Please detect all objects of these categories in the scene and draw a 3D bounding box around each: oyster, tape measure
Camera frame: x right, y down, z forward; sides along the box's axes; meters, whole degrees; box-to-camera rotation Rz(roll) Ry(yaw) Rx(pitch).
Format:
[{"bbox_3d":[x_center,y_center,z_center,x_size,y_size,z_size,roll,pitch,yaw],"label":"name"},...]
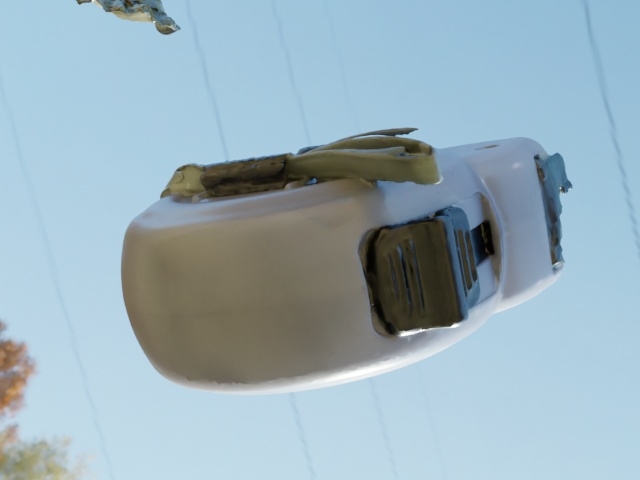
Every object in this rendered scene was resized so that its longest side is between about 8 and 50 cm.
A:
[{"bbox_3d":[-0.163,-0.188,0.909,0.121,0.146,0.045,36,-83,-5],"label":"oyster"},{"bbox_3d":[0.001,0.001,0.546,0.196,0.178,0.105,-5,-79,26],"label":"tape measure"}]
